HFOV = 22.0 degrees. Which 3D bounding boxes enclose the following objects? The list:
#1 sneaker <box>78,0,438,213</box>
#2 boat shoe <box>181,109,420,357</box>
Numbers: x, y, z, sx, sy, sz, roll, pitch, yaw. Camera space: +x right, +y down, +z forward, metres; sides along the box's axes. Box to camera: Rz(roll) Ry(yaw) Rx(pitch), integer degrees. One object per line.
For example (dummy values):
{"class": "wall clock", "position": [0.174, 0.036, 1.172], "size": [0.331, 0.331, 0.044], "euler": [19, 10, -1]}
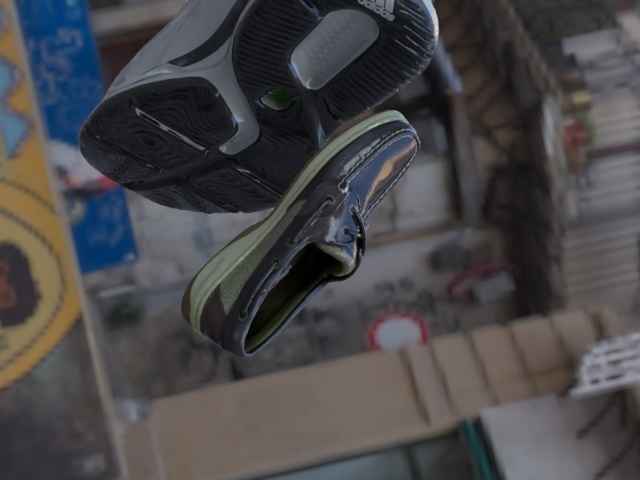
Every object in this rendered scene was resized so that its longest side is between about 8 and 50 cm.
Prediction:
{"class": "sneaker", "position": [-0.028, -0.193, 1.318], "size": [0.447, 0.169, 0.257], "euler": [-29, -142, 53]}
{"class": "boat shoe", "position": [0.000, 0.000, 0.819], "size": [0.049, 0.152, 0.056], "euler": [39, -9, 33]}
